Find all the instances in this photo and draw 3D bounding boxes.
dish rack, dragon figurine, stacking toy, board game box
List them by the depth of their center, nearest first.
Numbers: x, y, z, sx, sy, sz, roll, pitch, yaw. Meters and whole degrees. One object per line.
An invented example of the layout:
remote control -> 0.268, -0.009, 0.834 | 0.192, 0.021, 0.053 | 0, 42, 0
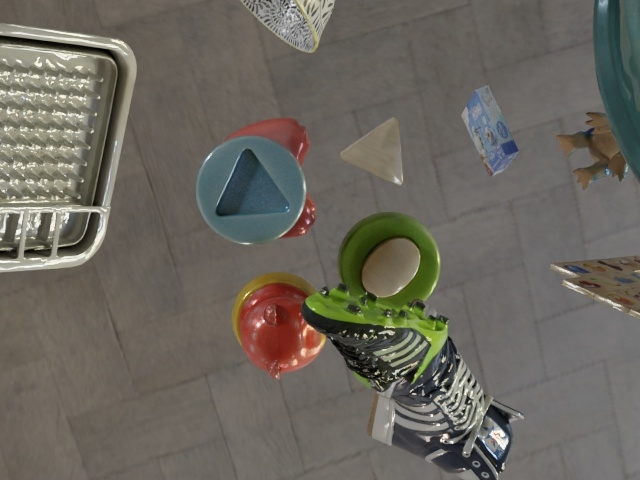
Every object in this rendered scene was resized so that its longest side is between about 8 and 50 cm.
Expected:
dragon figurine -> 0.368, -0.130, 1.234 | 0.144, 0.289, 0.085 | -28, 85, -14
stacking toy -> 0.000, 0.000, 1.309 | 0.279, 0.130, 0.309 | -15, 100, 2
board game box -> 0.206, -0.132, 1.326 | 0.020, 0.090, 0.090 | -21, 79, -8
dish rack -> -0.396, -0.125, 1.457 | 0.285, 0.072, 0.333 | -3, 113, -51

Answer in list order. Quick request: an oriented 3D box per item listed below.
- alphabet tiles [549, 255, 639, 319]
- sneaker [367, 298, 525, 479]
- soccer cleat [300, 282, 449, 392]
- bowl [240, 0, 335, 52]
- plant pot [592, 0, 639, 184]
alphabet tiles -> 0.367, 0.059, 1.154 | 0.237, 0.198, 0.009 | -3, 113, -47
sneaker -> 0.136, 0.162, 1.105 | 0.153, 0.282, 0.099 | 25, 64, 12
soccer cleat -> 0.040, 0.079, 0.827 | 0.179, 0.060, 0.072 | 17, 102, -54
bowl -> -0.036, -0.271, 1.047 | 0.080, 0.170, 0.170 | -44, 110, -7
plant pot -> 0.277, -0.142, 0.429 | 0.341, 0.334, 0.341 | -2, 82, 16
